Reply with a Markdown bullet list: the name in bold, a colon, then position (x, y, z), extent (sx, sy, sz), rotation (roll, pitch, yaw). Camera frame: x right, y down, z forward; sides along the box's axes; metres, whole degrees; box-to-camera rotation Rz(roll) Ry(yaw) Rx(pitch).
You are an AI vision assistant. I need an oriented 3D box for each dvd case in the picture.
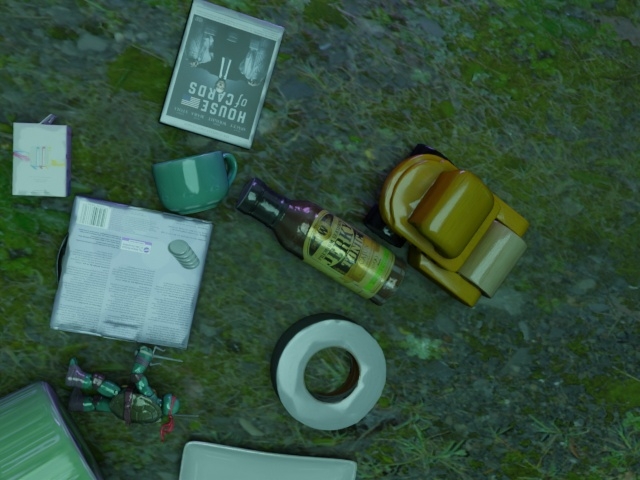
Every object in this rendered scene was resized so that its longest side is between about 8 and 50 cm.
- **dvd case**: position (-0.184, -0.309, 1.533), extent (0.179, 0.029, 0.239), rotation (16, 91, -13)

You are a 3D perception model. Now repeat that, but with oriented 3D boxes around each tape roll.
- **tape roll**: position (0.015, 0.255, 1.607), extent (0.219, 0.072, 0.219), rotation (-1, 96, -12)

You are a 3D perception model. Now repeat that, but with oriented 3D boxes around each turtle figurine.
- **turtle figurine**: position (-0.338, 0.278, 1.492), extent (0.234, 0.118, 0.175), rotation (8, 113, -3)

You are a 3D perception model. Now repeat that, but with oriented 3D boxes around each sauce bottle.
- **sauce bottle**: position (0.000, 0.000, 1.561), extent (0.344, 0.111, 0.111), rotation (30, 88, -14)

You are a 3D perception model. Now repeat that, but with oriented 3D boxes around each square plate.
- **square plate**: position (-0.127, 0.574, 1.615), extent (0.347, 0.049, 0.344), rotation (11, 93, -13)

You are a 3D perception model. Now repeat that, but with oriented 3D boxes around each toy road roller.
- **toy road roller**: position (0.258, -0.024, 1.549), extent (0.329, 0.240, 0.202), rotation (37, 87, -13)

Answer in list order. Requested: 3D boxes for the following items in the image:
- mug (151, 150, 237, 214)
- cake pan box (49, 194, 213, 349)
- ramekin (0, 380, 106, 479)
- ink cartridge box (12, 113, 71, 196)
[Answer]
- **mug**: position (-0.219, -0.105, 1.492), extent (0.157, 0.129, 0.097), rotation (-13, 99, -11)
- **cake pan box**: position (-0.350, 0.059, 1.510), extent (0.266, 0.070, 0.246), rotation (10, 91, -14)
- **ramekin**: position (-0.472, 0.388, 1.399), extent (0.148, 0.303, 0.303), rotation (-30, 101, -16)
- **ink cartridge box**: position (-0.489, -0.150, 1.446), extent (0.090, 0.092, 0.143), rotation (1, 93, -12)
